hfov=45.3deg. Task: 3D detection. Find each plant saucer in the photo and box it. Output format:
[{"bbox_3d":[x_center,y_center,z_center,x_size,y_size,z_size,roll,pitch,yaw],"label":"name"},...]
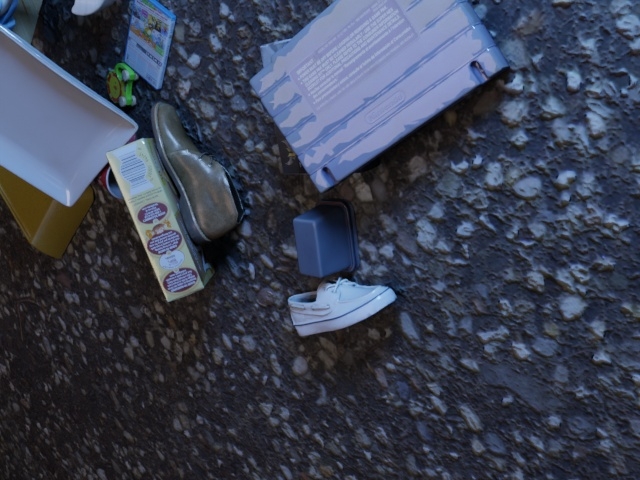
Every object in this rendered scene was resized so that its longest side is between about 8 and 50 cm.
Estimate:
[{"bbox_3d":[-0.755,-0.151,2.017,0.333,0.081,0.333,56,134,10],"label":"plant saucer"}]

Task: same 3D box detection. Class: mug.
[{"bbox_3d":[-0.467,-0.186,1.735,0.169,0.113,0.150,26,79,38],"label":"mug"}]

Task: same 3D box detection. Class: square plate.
[{"bbox_3d":[-0.593,-0.255,1.594,0.344,0.049,0.347,35,134,-21],"label":"square plate"}]

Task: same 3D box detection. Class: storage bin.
[{"bbox_3d":[0.000,0.000,1.367,0.098,0.091,0.135,8,112,41],"label":"storage bin"}]

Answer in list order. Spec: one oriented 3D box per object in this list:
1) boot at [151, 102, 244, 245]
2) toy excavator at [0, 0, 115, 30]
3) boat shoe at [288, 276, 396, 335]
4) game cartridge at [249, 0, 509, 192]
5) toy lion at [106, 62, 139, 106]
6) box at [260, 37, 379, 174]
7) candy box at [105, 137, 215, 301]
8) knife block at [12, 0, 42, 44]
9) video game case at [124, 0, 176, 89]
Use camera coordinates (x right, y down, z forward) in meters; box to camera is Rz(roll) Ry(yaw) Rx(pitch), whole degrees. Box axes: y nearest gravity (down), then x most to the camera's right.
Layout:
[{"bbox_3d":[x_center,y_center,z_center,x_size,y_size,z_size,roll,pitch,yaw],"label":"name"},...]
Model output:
[{"bbox_3d":[-0.247,-0.151,1.553,0.115,0.112,0.305,-25,85,16],"label":"boot"},{"bbox_3d":[-0.676,-0.516,1.536,0.433,0.222,0.445,42,119,-10],"label":"toy excavator"},{"bbox_3d":[0.026,0.111,1.386,0.258,0.095,0.084,-23,95,45],"label":"boat shoe"},{"bbox_3d":[0.075,-0.255,1.157,0.355,0.068,0.230,-32,86,32],"label":"game cartridge"},{"bbox_3d":[-0.438,-0.343,1.678,0.096,0.034,0.100,43,131,32],"label":"toy lion"},{"bbox_3d":[-0.002,-0.229,1.297,0.183,0.056,0.231,3,109,42],"label":"box"},{"bbox_3d":[-0.320,-0.049,1.566,0.087,0.183,0.316,-20,97,3],"label":"candy box"},{"bbox_3d":[-0.742,-0.571,1.693,0.088,0.242,0.276,7,82,41],"label":"knife block"},{"bbox_3d":[-0.353,-0.412,1.577,0.119,0.015,0.166,41,131,24],"label":"video game case"}]
